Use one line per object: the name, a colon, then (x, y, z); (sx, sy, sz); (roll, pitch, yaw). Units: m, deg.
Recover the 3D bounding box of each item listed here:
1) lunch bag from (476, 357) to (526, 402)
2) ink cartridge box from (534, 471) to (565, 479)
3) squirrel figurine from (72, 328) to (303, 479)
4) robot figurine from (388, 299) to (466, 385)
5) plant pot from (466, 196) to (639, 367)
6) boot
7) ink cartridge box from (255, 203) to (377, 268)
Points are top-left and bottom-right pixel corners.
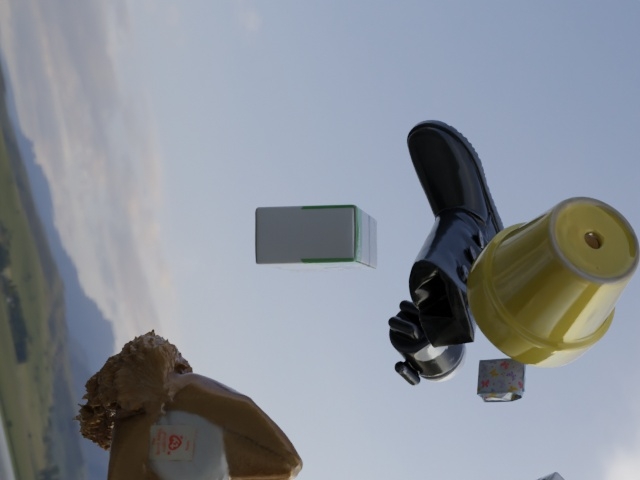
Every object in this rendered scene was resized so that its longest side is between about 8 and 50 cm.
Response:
lunch bag: (0.328, 0.252, 1.675); (0.053, 0.083, 0.071); (45, 44, -46)
ink cartridge box: (0.328, 0.564, 1.808); (0.069, 0.176, 0.371); (48, -34, 3)
squirrel figurine: (-0.235, 0.352, 1.598); (0.397, 0.281, 0.370); (50, -13, 19)
robot figurine: (0.297, 0.280, 2.615); (0.278, 0.209, 0.173); (49, 18, -40)
plant pot: (0.407, 0.055, 1.577); (0.239, 0.254, 0.254); (118, -45, -56)
boot: (0.258, -0.028, 2.023); (0.146, 0.445, 0.367); (-25, -73, 33)
ink cartridge box: (0.000, 0.000, 1.990); (0.289, 0.211, 0.121); (22, 67, -76)
